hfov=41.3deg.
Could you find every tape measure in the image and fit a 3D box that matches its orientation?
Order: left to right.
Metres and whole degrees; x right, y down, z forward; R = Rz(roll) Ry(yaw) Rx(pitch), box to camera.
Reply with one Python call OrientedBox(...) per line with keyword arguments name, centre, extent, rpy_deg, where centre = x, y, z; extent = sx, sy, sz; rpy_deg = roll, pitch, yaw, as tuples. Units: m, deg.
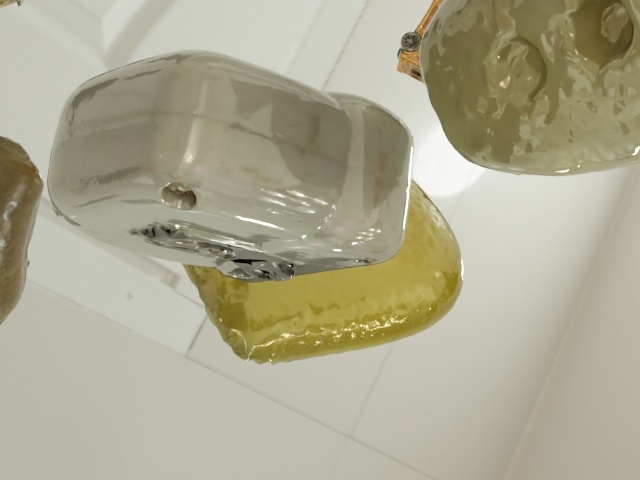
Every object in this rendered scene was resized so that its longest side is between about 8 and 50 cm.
OrientedBox(name="tape measure", centre=(-0.073, -0.040, 0.666), extent=(0.258, 0.265, 0.130), rpy_deg=(-7, -108, 55))

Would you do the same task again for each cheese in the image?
OrientedBox(name="cheese", centre=(0.198, -0.134, 0.550), extent=(0.251, 0.248, 0.174), rpy_deg=(-13, -93, 1))

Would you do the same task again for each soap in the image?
OrientedBox(name="soap", centre=(-0.002, 0.002, 1.057), extent=(0.306, 0.427, 0.115), rpy_deg=(56, -44, 27))

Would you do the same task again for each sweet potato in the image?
OrientedBox(name="sweet potato", centre=(-0.473, 0.009, 1.174), extent=(0.158, 0.157, 0.370), rpy_deg=(46, -56, 50))

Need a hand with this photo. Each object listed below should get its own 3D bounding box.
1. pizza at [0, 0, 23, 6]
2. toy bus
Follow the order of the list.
OrientedBox(name="pizza", centre=(-0.433, -0.459, 1.267), extent=(0.161, 0.085, 0.306), rpy_deg=(128, -21, -55))
OrientedBox(name="toy bus", centre=(0.173, -0.312, 1.232), extent=(0.162, 0.074, 0.069), rpy_deg=(-59, 176, -5))
